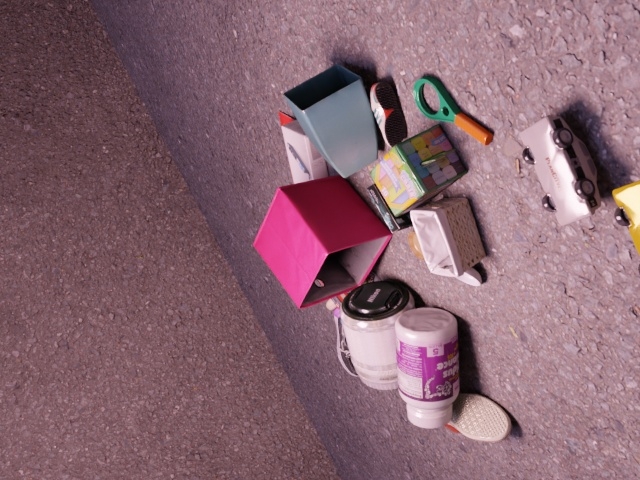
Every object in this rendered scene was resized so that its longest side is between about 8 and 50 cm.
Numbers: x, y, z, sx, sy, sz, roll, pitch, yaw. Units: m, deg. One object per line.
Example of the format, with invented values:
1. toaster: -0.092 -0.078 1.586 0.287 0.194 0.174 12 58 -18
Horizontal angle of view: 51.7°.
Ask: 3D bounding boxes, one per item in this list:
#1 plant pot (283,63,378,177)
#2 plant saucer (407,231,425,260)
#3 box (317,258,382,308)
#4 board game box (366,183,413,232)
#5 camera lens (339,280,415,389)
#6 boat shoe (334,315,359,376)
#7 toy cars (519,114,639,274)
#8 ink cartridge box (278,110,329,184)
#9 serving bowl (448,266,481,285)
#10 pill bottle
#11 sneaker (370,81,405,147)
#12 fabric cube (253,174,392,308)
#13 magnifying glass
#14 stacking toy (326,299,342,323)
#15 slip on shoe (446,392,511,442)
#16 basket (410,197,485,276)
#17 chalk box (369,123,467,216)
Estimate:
1. plant pot: 0.044 -0.293 1.684 0.234 0.166 0.165 63 174 -33
2. plant saucer: 0.264 0.012 1.755 0.083 0.015 0.083 48 154 33
3. box: 0.062 0.091 2.096 0.233 0.159 0.044 51 155 26
4. board game box: 0.185 -0.086 1.641 0.026 0.186 0.126 -32 83 24
5. camera lens: 0.183 0.273 1.950 0.219 0.220 0.274 31 141 53
6. boat shoe: 0.122 0.365 2.331 0.105 0.113 0.306 -129 30 -63
7. toy cars: 0.488 -0.071 1.089 0.393 0.087 0.176 48 148 41
8. ink cartridge box: -0.069 -0.247 2.136 0.261 0.066 0.296 34 143 49
9. serving bowl: 0.352 0.078 1.589 0.083 0.027 0.083 29 169 6
10. pill bottle: 0.293 0.350 1.797 0.169 0.169 0.301 25 126 57
11. sneaker: 0.159 -0.307 1.598 0.075 0.057 0.161 -127 17 -68
12. fabric cube: 0.000 0.000 1.929 0.258 0.254 0.259 51 137 25
13. magnifying glass: 0.278 -0.273 1.404 0.231 0.026 0.092 49 153 36
14. stacking toy: 0.168 0.297 2.159 0.330 0.141 0.141 52 156 9
15. slip on shoe: 0.417 0.498 1.861 0.101 0.123 0.331 34 161 -23
16. basket: 0.299 -0.013 1.535 0.113 0.103 0.167 8 122 64
17. chalk box: 0.226 -0.164 1.490 0.132 0.132 0.213 60 157 7
